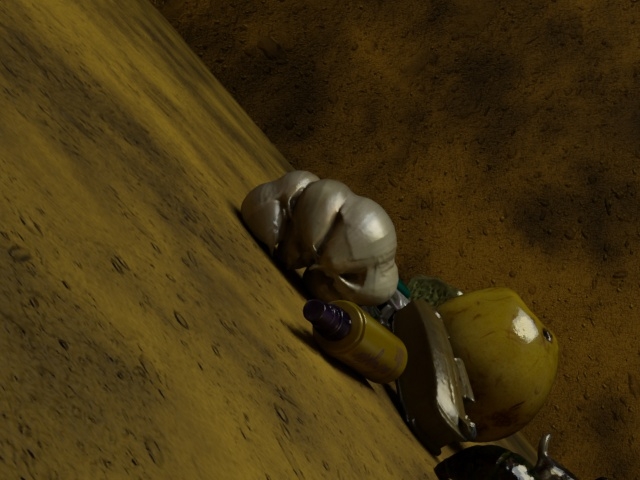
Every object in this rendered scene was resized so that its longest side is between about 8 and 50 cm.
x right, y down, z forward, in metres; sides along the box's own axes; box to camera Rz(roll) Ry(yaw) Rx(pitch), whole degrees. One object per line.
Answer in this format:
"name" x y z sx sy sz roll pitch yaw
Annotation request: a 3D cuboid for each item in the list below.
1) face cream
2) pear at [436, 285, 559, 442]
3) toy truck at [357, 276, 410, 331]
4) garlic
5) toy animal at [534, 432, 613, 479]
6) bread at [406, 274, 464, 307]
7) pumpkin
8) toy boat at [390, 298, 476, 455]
"face cream" 0.043 0.131 1.428 0.078 0.078 0.273 51 5 30
"pear" 0.288 0.220 1.851 0.281 0.280 0.281 48 5 -5
"toy truck" 0.085 0.096 1.889 0.114 0.124 0.253 41 7 -38
"garlic" 0.015 -0.005 1.687 0.281 0.184 0.203 50 24 -2
"toy animal" 0.491 0.509 2.035 0.233 0.169 0.121 35 -1 22
"bread" 0.260 0.208 2.193 0.196 0.239 0.252 -11 -54 47
"pumpkin" 0.256 0.350 1.429 0.183 0.107 0.119 52 11 19
"toy boat" 0.183 0.210 1.660 0.121 0.089 0.321 39 24 -26
